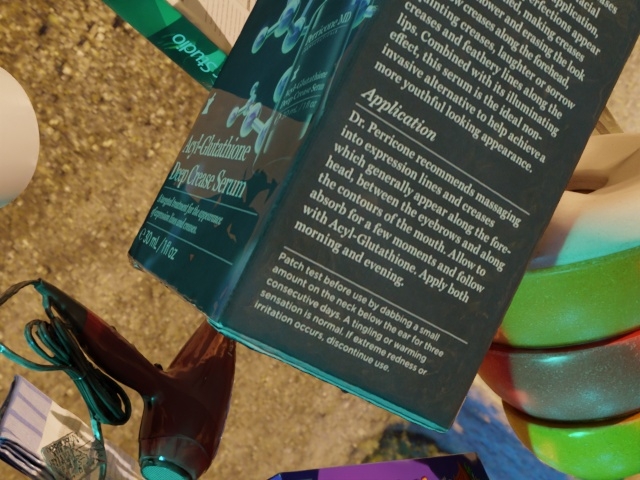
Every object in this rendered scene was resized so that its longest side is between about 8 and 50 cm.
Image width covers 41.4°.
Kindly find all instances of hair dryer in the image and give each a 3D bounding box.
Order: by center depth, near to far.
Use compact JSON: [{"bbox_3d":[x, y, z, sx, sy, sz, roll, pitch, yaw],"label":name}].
[{"bbox_3d":[-0.159,0.127,0.789,0.293,0.080,0.224,-17,98,-61],"label":"hair dryer"}]

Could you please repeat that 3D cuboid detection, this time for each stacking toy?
[{"bbox_3d":[0.299,0.140,0.953,0.350,0.350,0.480,-29,110,-39],"label":"stacking toy"}]

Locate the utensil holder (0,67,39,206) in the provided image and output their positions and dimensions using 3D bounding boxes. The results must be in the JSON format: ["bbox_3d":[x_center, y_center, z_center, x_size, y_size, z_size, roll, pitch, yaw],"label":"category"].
[{"bbox_3d":[-0.738,-0.173,1.485,0.328,0.327,0.385,-61,170,17],"label":"utensil holder"}]

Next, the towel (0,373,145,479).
[{"bbox_3d":[-0.282,0.288,1.063,0.034,0.285,0.209,-47,-164,2],"label":"towel"}]

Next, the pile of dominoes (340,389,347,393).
[{"bbox_3d":[0.098,0.078,1.111,0.196,0.040,0.251,-18,107,-17],"label":"pile of dominoes"}]

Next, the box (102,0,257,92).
[{"bbox_3d":[-0.133,-0.287,0.897,0.058,0.232,0.322,-21,142,30],"label":"box"}]

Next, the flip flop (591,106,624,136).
[{"bbox_3d":[0.383,-0.231,1.273,0.112,0.277,0.080,-18,156,-32],"label":"flip flop"}]

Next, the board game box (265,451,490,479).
[{"bbox_3d":[-0.002,0.293,0.811,0.233,0.078,0.347,-36,153,26],"label":"board game box"}]

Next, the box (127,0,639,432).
[{"bbox_3d":[0.042,-0.092,0.717,0.212,0.293,0.395,29,85,-25],"label":"box"}]
